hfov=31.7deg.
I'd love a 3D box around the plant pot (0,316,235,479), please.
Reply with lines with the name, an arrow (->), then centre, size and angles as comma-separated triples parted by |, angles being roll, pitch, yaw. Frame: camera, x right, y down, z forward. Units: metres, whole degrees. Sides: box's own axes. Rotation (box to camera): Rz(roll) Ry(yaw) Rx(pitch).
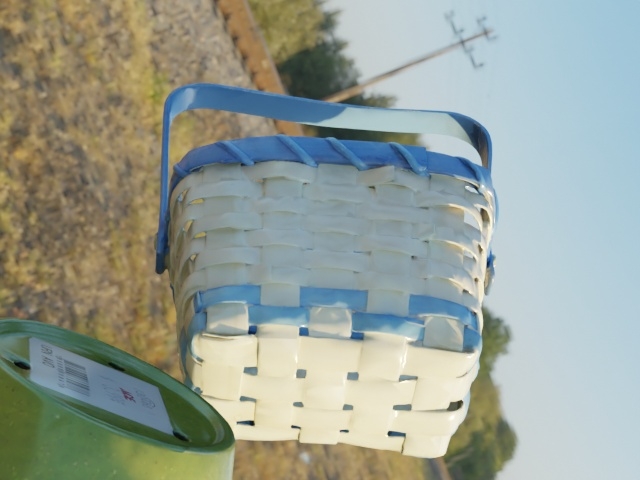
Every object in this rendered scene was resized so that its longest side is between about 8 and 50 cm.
plant pot -> -0.166, 0.198, 0.551 | 0.274, 0.294, 0.275 | 26, 5, -3

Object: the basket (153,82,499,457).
basket -> 0.000, 0.000, 0.796 | 0.201, 0.254, 0.289 | 98, -3, -51
